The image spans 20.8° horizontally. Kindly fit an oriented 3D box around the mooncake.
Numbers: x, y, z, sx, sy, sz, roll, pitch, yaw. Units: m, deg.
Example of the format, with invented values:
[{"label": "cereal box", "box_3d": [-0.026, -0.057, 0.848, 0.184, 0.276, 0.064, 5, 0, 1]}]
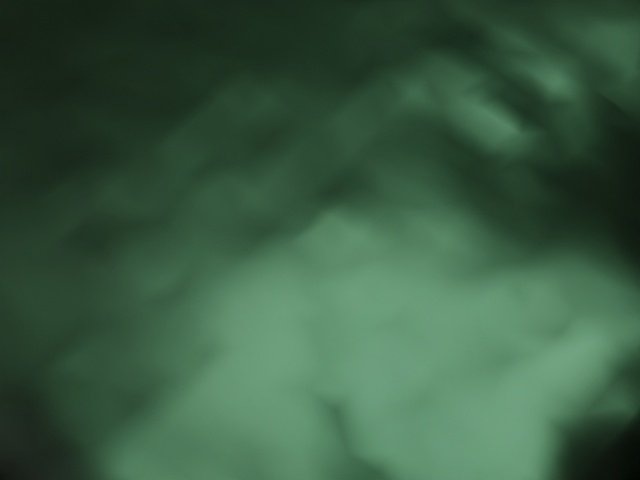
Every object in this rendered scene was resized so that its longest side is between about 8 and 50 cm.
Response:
[{"label": "mooncake", "box_3d": [0.000, 0.000, 0.580, 0.381, 0.212, 0.350, -20, 64, -29]}]
